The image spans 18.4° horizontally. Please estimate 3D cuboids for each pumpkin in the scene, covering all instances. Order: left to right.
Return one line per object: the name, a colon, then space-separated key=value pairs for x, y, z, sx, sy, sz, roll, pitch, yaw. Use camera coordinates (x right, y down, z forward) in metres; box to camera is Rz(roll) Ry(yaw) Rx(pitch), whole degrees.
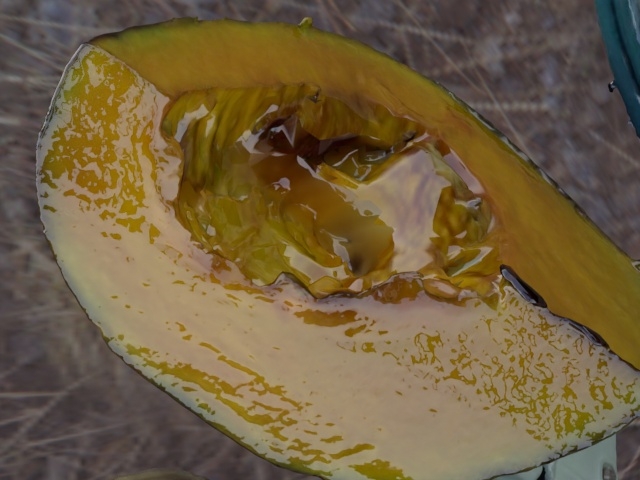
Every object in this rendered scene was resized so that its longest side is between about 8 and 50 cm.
pumpkin: x=0.000 y=0.000 z=0.918 sx=0.312 sy=0.169 sz=0.148 roll=32 pitch=114 yaw=-18

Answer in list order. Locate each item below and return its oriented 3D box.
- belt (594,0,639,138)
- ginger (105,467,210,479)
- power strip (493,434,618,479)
belt: x=0.279 y=-0.095 z=0.714 sx=0.173 sy=0.436 sz=0.300 roll=-19 pitch=105 yaw=-20
ginger: x=-0.012 y=0.206 z=1.100 sx=0.304 sy=0.244 sz=0.155 roll=4 pitch=75 yaw=-3
power strip: x=0.162 y=0.124 z=1.464 sx=0.092 sy=0.257 sz=0.251 roll=-25 pitch=51 yaw=27
